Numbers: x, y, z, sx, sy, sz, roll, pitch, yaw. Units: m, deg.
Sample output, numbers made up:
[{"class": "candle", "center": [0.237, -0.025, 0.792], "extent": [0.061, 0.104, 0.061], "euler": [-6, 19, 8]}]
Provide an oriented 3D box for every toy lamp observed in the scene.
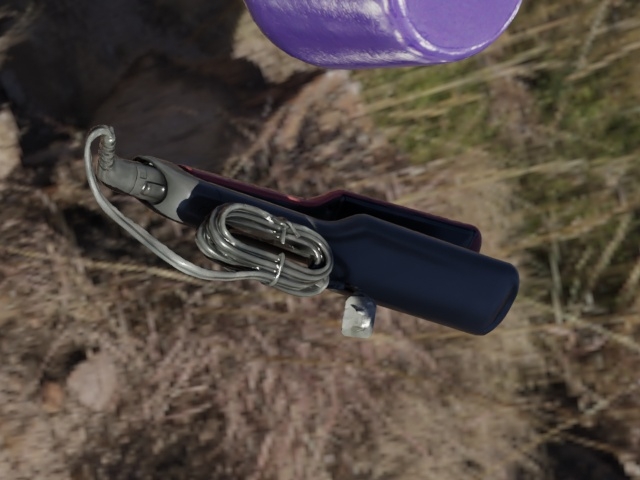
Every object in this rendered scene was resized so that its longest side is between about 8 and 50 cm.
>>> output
[{"class": "toy lamp", "center": [-0.030, -0.113, 0.514], "extent": [0.080, 0.274, 0.080], "euler": [-12, 114, -30]}]

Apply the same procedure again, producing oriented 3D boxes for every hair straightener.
[{"class": "hair straightener", "center": [0.000, 0.000, 0.654], "extent": [0.230, 0.089, 0.047], "euler": [21, 107, -35]}]
